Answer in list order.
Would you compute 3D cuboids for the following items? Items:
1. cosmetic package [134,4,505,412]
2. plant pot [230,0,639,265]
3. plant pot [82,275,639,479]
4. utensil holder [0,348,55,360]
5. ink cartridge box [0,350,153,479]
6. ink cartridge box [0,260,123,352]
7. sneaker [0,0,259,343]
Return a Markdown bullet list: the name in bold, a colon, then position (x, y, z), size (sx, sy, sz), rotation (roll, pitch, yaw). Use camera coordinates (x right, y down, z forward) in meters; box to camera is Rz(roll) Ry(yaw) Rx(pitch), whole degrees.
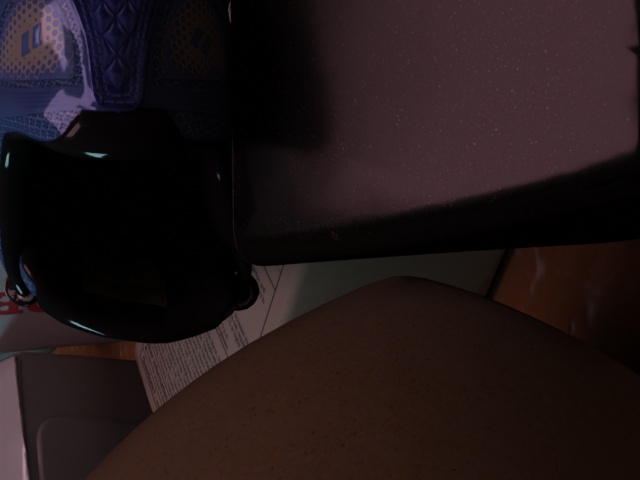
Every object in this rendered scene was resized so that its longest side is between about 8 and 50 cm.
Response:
- **cosmetic package**: position (0.000, 0.000, 0.826), size (0.160, 0.113, 0.309), rotation (-115, 33, -41)
- **plant pot**: position (0.090, -0.086, 0.554), size (0.167, 0.188, 0.187), rotation (3, 95, 54)
- **plant pot**: position (0.041, 0.126, 0.617), size (0.191, 0.284, 0.284), rotation (-63, 22, -11)
- **utensil holder**: position (-0.343, -0.120, 1.316), size (0.327, 0.327, 0.385), rotation (-132, 47, -54)
- **ink cartridge box**: position (-0.188, 0.204, 1.045), size (0.270, 0.198, 0.197), rotation (-24, 67, 38)
- **ink cartridge box**: position (-0.147, -0.137, 0.924), size (0.166, 0.285, 0.395), rotation (-125, 39, -49)
- **sneaker**: position (-0.094, -0.017, 0.671), size (0.330, 0.129, 0.147), rotation (101, 165, -68)
